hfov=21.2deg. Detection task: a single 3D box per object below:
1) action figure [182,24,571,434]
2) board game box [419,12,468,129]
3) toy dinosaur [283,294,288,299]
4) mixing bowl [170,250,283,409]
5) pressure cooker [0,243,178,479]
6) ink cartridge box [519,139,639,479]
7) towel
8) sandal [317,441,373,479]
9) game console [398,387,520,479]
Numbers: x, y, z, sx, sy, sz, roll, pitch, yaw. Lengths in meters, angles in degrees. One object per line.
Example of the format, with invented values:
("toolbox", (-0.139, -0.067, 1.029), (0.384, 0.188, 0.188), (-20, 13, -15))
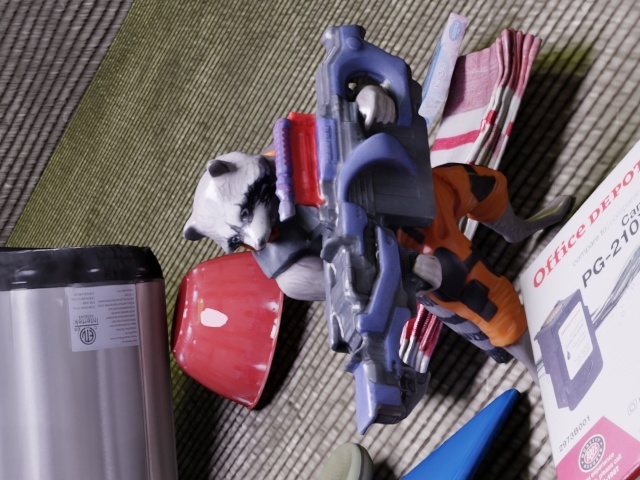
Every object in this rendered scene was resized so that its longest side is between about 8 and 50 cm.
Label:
("action figure", (0.050, 0.029, 1.285), (0.178, 0.330, 0.341), (-45, 31, 47))
("board game box", (0.112, -0.158, 1.626), (0.090, 0.020, 0.090), (116, 172, -71))
("toy dinosaur", (0.000, 0.000, 1.840), (0.092, 0.053, 0.183), (-93, 23, -80))
("mixing bowl", (-0.109, 0.089, 1.872), (0.181, 0.098, 0.181), (-170, 90, -79))
("pressure cooker", (-0.342, 0.218, 1.879), (0.375, 0.370, 0.420), (169, 96, -83))
("ink cartridge box", (0.231, 0.067, 1.134), (0.172, 0.100, 0.237), (-53, 27, 34))
("towel", (0.103, -0.023, 1.541), (0.237, 0.037, 0.329), (163, 127, -82))
("sandal", (-0.053, 0.267, 1.460), (0.303, 0.086, 0.120), (-44, -3, -39))
("game console", (0.081, 0.301, 1.375), (0.293, 0.173, 0.250), (-48, 60, 43))
